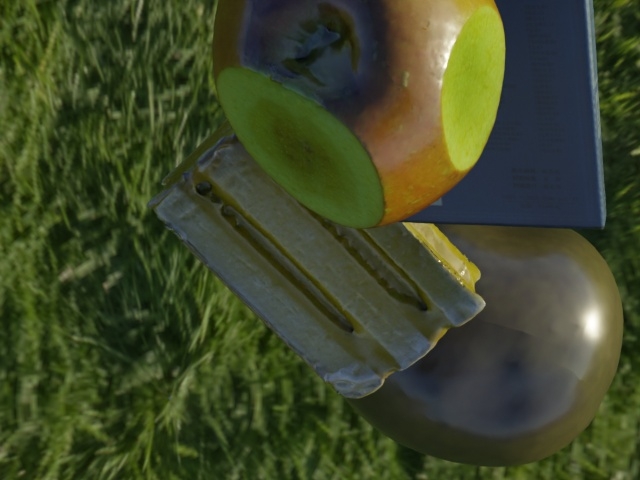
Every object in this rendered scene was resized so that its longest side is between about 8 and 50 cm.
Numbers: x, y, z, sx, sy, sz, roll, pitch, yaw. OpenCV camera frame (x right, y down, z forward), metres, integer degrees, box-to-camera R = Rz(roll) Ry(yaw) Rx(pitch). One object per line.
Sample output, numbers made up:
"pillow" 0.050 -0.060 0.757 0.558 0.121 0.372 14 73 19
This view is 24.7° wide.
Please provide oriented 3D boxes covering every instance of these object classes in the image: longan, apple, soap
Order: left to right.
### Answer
"soap" 0.000 0.000 1.520 0.315 0.091 0.199 43 115 -14
"apple" 0.015 -0.096 0.774 0.146 0.147 0.163 15 82 20
"longan" 0.178 0.103 1.758 0.361 0.361 0.360 1 84 -6

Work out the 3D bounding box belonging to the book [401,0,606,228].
"book" 0.103 -0.122 1.050 0.191 0.269 0.025 2 39 19
